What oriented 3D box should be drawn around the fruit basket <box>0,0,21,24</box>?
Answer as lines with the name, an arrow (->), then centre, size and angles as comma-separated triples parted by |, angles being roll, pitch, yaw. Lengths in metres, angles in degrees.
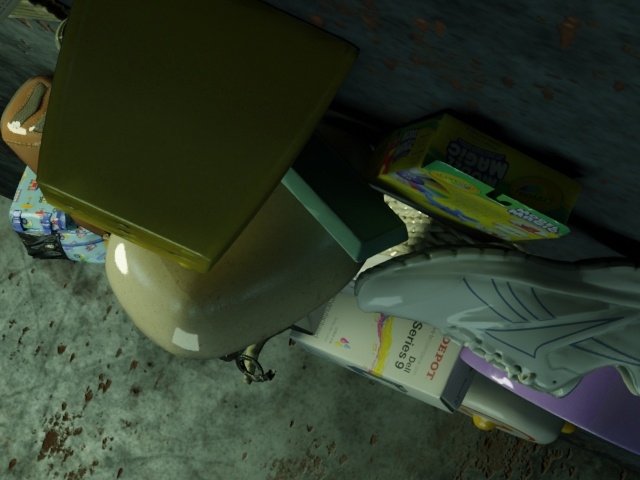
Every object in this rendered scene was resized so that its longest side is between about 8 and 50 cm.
fruit basket -> -0.373, -0.154, 1.259 | 0.165, 0.327, 0.353 | 38, 179, 17

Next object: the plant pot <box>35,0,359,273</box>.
plant pot -> -0.114, -0.090, 1.357 | 0.212, 0.187, 0.212 | 24, 172, -3

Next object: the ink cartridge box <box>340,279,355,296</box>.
ink cartridge box -> 0.000, 0.000, 2.006 | 0.148, 0.086, 0.203 | 30, 170, -38

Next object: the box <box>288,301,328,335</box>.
box -> -0.091, -0.012, 1.918 | 0.087, 0.169, 0.290 | 27, 171, -38

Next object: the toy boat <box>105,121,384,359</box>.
toy boat -> -0.095, -0.044, 1.586 | 0.318, 0.267, 0.148 | 51, 164, 26

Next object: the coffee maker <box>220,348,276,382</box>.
coffee maker -> -0.085, 0.057, 2.150 | 0.120, 0.178, 0.171 | -9, 118, 46

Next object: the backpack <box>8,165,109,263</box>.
backpack -> -0.339, -0.047, 2.512 | 0.173, 0.158, 0.117 | 7, 148, 23

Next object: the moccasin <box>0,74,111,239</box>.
moccasin -> -0.238, -0.076, 2.104 | 0.147, 0.139, 0.380 | 30, 166, 25

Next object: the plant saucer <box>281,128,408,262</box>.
plant saucer -> -0.005, -0.062, 1.482 | 0.067, 0.018, 0.192 | -24, -118, -42

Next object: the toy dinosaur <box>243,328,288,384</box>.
toy dinosaur -> -0.033, 0.085, 2.237 | 0.118, 0.268, 0.064 | 13, 135, 52

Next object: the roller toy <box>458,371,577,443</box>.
roller toy -> 0.238, 0.178, 2.265 | 0.191, 0.146, 0.209 | 21, 172, 26

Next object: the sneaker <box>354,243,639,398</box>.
sneaker -> 0.175, 0.070, 1.516 | 0.297, 0.129, 0.111 | 6, 179, -4

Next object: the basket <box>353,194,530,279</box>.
basket -> 0.112, 0.011, 1.667 | 0.113, 0.103, 0.167 | 27, 171, -19

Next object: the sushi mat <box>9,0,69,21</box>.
sushi mat -> -0.367, -0.252, 1.670 | 0.151, 0.019, 0.316 | 28, 171, -34

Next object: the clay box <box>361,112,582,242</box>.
clay box -> 0.122, -0.048, 1.417 | 0.127, 0.053, 0.222 | 26, 172, -12

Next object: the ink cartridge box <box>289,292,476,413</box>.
ink cartridge box -> 0.094, 0.095, 2.108 | 0.212, 0.154, 0.093 | 22, 171, 21

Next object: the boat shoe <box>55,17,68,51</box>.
boat shoe -> -0.154, -0.162, 1.513 | 0.152, 0.056, 0.049 | 16, 169, -12

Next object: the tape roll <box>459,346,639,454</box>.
tape roll -> 0.296, 0.152, 1.947 | 0.275, 0.090, 0.275 | 27, -178, -1
